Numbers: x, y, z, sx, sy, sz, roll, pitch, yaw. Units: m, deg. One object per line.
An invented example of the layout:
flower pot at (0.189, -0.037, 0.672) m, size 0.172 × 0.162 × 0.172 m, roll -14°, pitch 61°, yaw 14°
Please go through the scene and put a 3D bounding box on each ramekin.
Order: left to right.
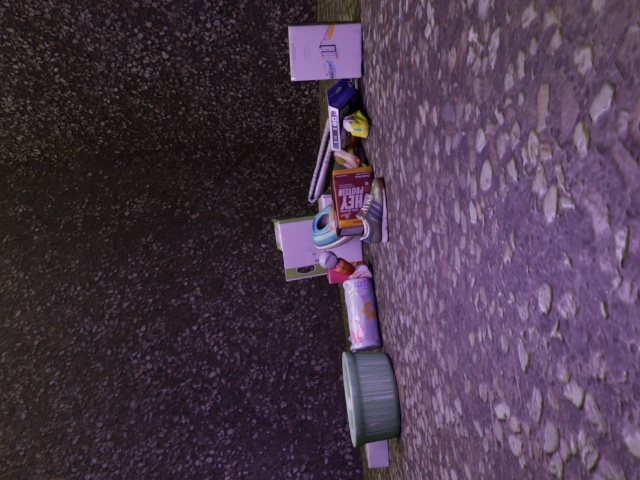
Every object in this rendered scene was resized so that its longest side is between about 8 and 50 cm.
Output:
ramekin at (0.164, 0.512, 1.633) m, size 0.303 × 0.148 × 0.303 m, roll 174°, pitch 90°, yaw -88°

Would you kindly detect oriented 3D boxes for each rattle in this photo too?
rattle at (0.141, -0.313, 1.771) m, size 0.130 × 0.143 × 0.200 m, roll 52°, pitch 170°, yaw -16°

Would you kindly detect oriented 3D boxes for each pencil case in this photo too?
pencil case at (0.151, 0.274, 1.828) m, size 0.124 × 0.114 × 0.273 m, roll 140°, pitch 129°, yaw -60°

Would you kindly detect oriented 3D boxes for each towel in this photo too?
towel at (0.040, -0.327, 1.933) m, size 0.312 × 0.056 × 0.324 m, roll -53°, pitch -22°, yaw -70°

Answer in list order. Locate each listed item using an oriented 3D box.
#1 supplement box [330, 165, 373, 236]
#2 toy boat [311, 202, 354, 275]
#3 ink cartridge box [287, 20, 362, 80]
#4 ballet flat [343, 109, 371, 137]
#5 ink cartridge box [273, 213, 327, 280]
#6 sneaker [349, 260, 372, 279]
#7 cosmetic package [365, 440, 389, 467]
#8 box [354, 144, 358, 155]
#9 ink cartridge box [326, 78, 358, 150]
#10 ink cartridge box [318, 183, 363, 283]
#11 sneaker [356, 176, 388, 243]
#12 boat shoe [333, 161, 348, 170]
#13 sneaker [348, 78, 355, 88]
supplement box at (0.110, -0.125, 1.670) m, size 0.194 × 0.129 × 0.191 m, roll 98°, pitch 165°, yaw -81°
toy boat at (0.055, -0.021, 1.859) m, size 0.267 × 0.148 × 0.318 m, roll -33°, pitch 46°, yaw 37°
ink cartridge box at (0.013, -0.631, 1.639) m, size 0.171 × 0.233 × 0.168 m, roll -99°, pitch 6°, yaw -63°
ballet flat at (0.114, -0.385, 1.634) m, size 0.231 × 0.077 × 0.077 m, roll -100°, pitch 6°, yaw -68°
ink cartridge box at (-0.085, 0.026, 2.088) m, size 0.097 × 0.189 × 0.255 m, roll -161°, pitch 63°, yaw -71°
sneaker at (0.152, 0.113, 1.905) m, size 0.215 × 0.084 × 0.083 m, roll 98°, pitch 176°, yaw -76°
cosmetic package at (0.209, 0.736, 1.900) m, size 0.117 × 0.086 × 0.231 m, roll -103°, pitch 9°, yaw -79°
box at (0.117, -0.379, 1.923) m, size 0.062 × 0.052 × 0.083 m, roll 88°, pitch 177°, yaw -65°
ink cartridge box at (0.082, -0.447, 1.718) m, size 0.206 × 0.045 × 0.208 m, roll -56°, pitch -33°, yaw -48°
ink cartridge box at (0.085, -0.043, 2.178) m, size 0.279 × 0.160 × 0.384 m, roll -106°, pitch 10°, yaw -73°
sneaker at (0.145, -0.084, 1.432) m, size 0.064 × 0.086 × 0.192 m, roll -114°, pitch 19°, yaw -84°
boat shoe at (0.095, -0.391, 2.192) m, size 0.084 × 0.095 × 0.258 m, roll 76°, pitch -161°, yaw -77°
sneaker at (0.111, -0.582, 1.844) m, size 0.069 × 0.038 × 0.098 m, roll -101°, pitch -3°, yaw -57°
